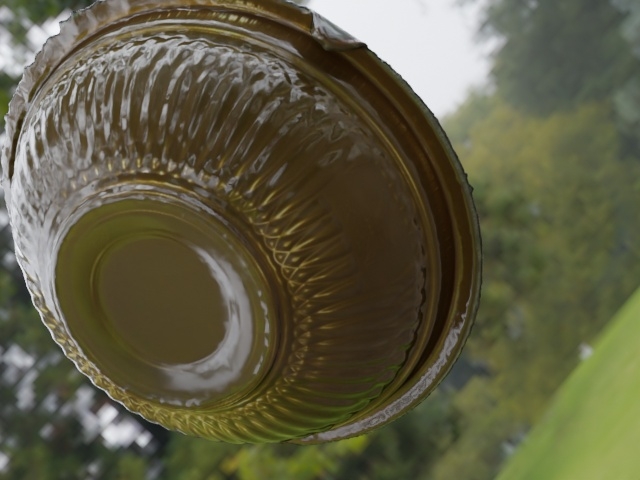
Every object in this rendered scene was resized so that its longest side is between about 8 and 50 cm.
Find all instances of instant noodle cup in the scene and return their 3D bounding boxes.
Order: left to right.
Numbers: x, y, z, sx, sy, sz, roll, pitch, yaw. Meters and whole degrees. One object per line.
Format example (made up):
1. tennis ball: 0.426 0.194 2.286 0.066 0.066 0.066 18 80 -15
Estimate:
1. instant noodle cup: -0.060 0.010 0.965 0.274 0.274 0.091 -53 -1 35
